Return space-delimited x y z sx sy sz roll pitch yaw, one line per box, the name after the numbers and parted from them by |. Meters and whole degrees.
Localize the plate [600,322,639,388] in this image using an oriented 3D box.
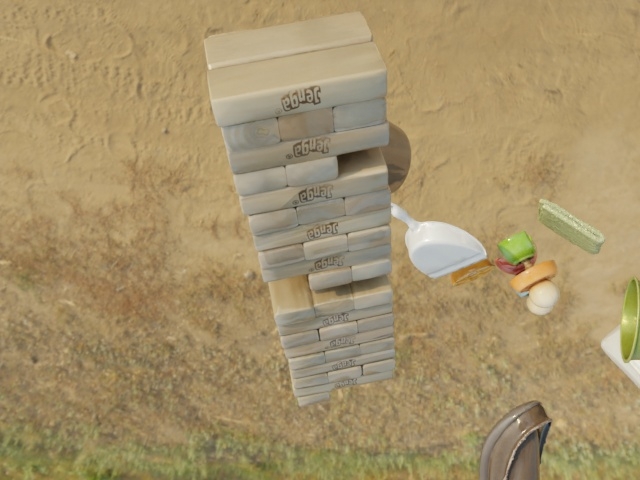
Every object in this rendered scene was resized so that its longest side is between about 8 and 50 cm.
0.748 0.225 1.279 0.045 0.277 0.278 11 126 -39 | plate

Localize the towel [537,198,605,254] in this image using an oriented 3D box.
0.509 -0.029 1.285 0.027 0.148 0.110 -51 158 -3 | towel

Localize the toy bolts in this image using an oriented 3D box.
0.428 0.101 1.389 0.218 0.158 0.228 -32 160 24 | toy bolts

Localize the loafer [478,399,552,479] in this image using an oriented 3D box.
0.380 0.470 1.199 0.134 0.130 0.365 -10 118 -36 | loafer

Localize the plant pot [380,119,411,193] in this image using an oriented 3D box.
0.049 -0.170 1.258 0.229 0.263 0.263 4 136 -35 | plant pot

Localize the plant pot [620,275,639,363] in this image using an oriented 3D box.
0.329 0.079 0.585 0.079 0.083 0.083 7 130 18 | plant pot

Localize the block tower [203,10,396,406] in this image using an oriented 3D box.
0.000 0.000 0.457 0.097 0.091 0.335 -11 140 -3 | block tower

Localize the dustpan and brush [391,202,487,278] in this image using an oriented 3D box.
0.201 -0.008 1.217 0.211 0.060 0.147 27 143 -31 | dustpan and brush
